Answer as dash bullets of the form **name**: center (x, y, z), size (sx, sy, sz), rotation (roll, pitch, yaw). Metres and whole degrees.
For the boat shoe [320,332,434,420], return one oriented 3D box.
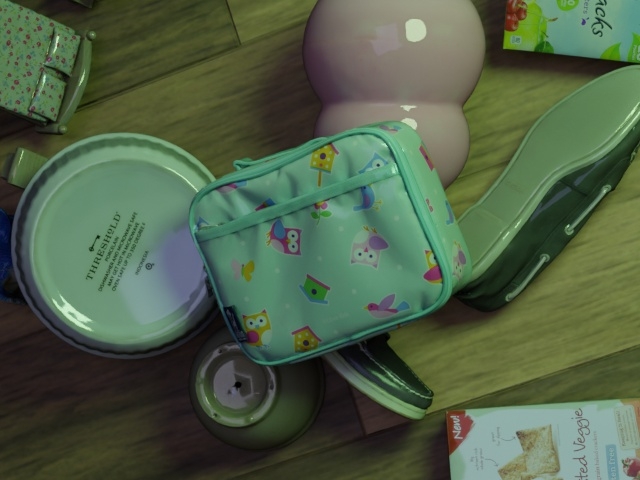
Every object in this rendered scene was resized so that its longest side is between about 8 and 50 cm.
- **boat shoe**: center (0.028, 0.089, 1.591), size (0.285, 0.103, 0.092), rotation (42, 99, 18)

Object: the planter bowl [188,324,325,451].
- **planter bowl**: center (-0.084, 0.167, 1.603), size (0.162, 0.109, 0.162), rotation (-1, 85, 12)

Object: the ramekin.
- **ramekin**: center (-0.224, 0.009, 1.595), size (0.273, 0.127, 0.272), rotation (0, 93, -8)

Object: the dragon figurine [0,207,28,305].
- **dragon figurine**: center (-0.417, 0.000, 1.701), size (0.289, 0.085, 0.144), rotation (7, 84, 8)

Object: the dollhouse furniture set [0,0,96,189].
- **dollhouse furniture set**: center (-0.360, -0.260, 1.578), size (0.174, 0.303, 0.355), rotation (8, 81, 43)

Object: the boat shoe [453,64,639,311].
- **boat shoe**: center (0.266, -0.057, 1.569), size (0.335, 0.095, 0.112), rotation (-45, 42, 1)

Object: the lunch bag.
- **lunch bag**: center (0.000, 0.000, 1.464), size (0.279, 0.108, 0.224), rotation (-20, 97, 25)

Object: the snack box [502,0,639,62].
- **snack box**: center (0.300, -0.311, 1.536), size (0.175, 0.070, 0.207), rotation (9, 120, 10)

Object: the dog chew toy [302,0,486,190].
- **dog chew toy**: center (0.081, -0.133, 1.558), size (0.207, 0.206, 0.331), rotation (1, 93, 12)

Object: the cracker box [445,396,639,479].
- **cracker box**: center (0.262, 0.259, 1.541), size (0.232, 0.067, 0.155), rotation (-6, 83, 12)
